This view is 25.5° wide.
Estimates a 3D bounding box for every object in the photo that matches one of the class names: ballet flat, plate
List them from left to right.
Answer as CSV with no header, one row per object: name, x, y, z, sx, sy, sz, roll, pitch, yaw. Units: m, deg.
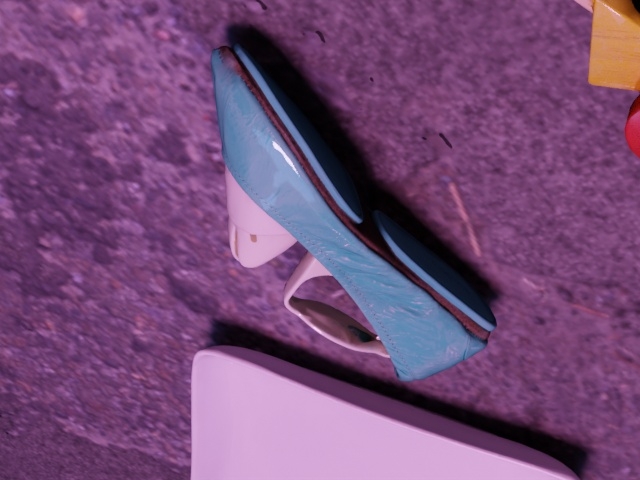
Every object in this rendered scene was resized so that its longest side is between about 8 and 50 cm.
ballet flat,0.000,0.000,0.804,0.087,0.083,0.247,-39,117,11
plate,0.038,0.188,1.044,0.277,0.045,0.278,18,141,8

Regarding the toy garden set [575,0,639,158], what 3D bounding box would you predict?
toy garden set,0.084,-0.160,0.491,0.244,0.204,0.049,37,139,-16
